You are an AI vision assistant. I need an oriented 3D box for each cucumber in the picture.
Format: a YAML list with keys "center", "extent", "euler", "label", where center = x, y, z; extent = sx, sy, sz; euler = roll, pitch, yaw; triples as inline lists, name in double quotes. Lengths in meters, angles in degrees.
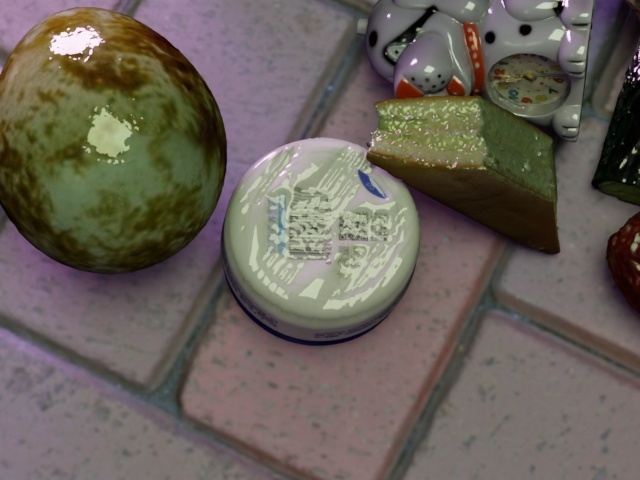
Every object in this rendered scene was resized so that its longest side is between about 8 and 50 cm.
- center: [0.363, -0.145, 1.730]
  extent: [0.078, 0.062, 0.211]
  euler: [20, 74, 2]
  label: "cucumber"

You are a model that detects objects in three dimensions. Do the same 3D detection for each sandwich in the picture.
- center: [0.173, -0.076, 1.635]
  extent: [0.258, 0.096, 0.094]
  euler: [24, 55, -29]
  label: "sandwich"

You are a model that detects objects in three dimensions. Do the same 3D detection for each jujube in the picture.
- center: [0.380, 0.043, 1.656]
  extent: [0.176, 0.109, 0.112]
  euler: [49, 120, 6]
  label: "jujube"

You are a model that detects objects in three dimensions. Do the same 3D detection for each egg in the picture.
- center: [-0.218, -0.104, 1.595]
  extent: [0.238, 0.238, 0.289]
  euler: [-16, 55, -8]
  label: "egg"

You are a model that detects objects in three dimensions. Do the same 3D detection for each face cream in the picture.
- center: [0.000, 0.000, 1.643]
  extent: [0.206, 0.111, 0.206]
  euler: [1, 73, -5]
  label: "face cream"

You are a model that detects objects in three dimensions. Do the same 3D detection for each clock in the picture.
- center: [0.163, -0.210, 1.688]
  extent: [0.254, 0.189, 0.188]
  euler: [4, 74, 5]
  label: "clock"

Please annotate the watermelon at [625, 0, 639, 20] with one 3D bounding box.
- center: [0.393, -0.372, 1.754]
  extent: [0.302, 0.151, 0.264]
  euler: [-43, 82, -10]
  label: "watermelon"
